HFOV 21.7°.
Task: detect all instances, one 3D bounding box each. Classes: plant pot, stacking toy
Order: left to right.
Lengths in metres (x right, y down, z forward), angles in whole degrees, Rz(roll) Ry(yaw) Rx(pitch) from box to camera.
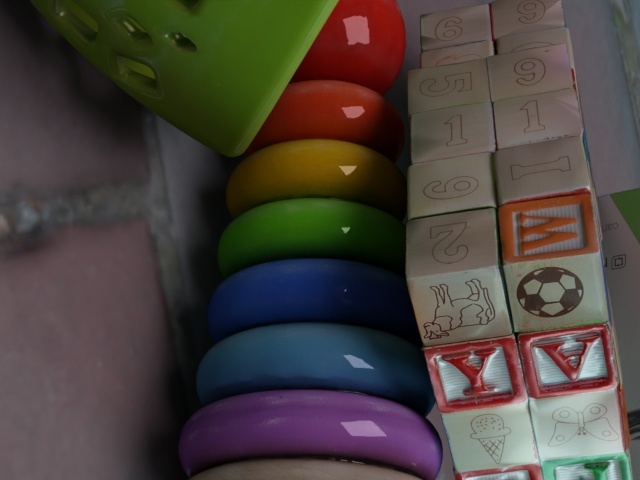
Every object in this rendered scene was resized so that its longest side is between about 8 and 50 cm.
[{"bbox_3d":[-0.059,-0.211,0.765,0.207,0.227,0.228,26,60,-7],"label":"plant pot"},{"bbox_3d":[0.000,0.000,0.871,0.141,0.141,0.330,22,61,-42],"label":"stacking toy"}]

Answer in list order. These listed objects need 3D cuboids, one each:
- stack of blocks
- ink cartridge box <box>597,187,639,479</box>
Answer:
[{"bbox_3d":[0.104,-0.017,0.894,0.297,0.087,0.171,-86,164,-52],"label":"stack of blocks"},{"bbox_3d":[0.218,0.110,1.022,0.115,0.198,0.272,13,71,-45],"label":"ink cartridge box"}]
